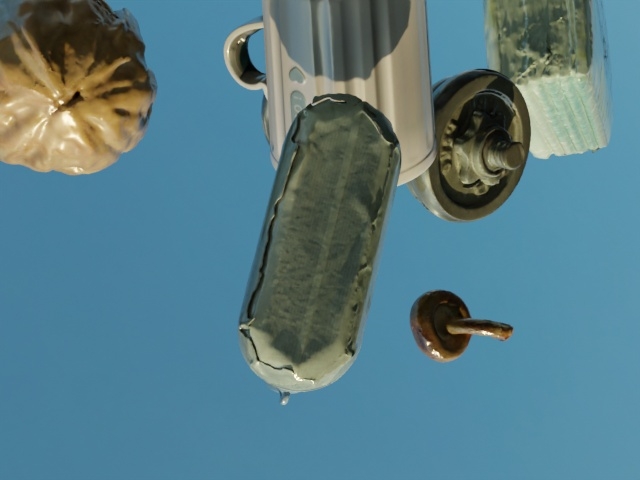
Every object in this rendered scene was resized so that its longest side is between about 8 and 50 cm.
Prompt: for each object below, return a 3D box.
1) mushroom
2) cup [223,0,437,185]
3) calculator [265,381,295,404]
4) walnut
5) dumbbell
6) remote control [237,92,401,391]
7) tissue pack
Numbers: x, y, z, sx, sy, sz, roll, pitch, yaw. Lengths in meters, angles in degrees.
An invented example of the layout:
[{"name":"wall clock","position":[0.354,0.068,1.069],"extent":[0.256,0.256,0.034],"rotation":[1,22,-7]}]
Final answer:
[{"name":"mushroom","position":[0.173,0.112,1.247],"extent":[0.130,0.073,0.088],"rotation":[12,-116,5]},{"name":"cup","position":[0.000,-0.169,0.955],"extent":[0.221,0.202,0.167],"rotation":[1,-145,9]},{"name":"calculator","position":[-0.016,0.078,1.099],"extent":[0.039,0.121,0.210],"rotation":[18,-108,-10]},{"name":"walnut","position":[-0.259,-0.159,0.995],"extent":[0.198,0.245,0.198],"rotation":[-5,-75,-20]},{"name":"dumbbell","position":[0.084,-0.140,1.220],"extent":[0.179,0.406,0.179],"rotation":[-13,-68,-35]},{"name":"remote control","position":[0.000,0.000,0.815],"extent":[0.104,0.052,0.247],"rotation":[12,-100,4]},{"name":"tissue pack","position":[0.351,-0.309,1.521],"extent":[0.388,0.162,0.287],"rotation":[25,-117,-68]}]
